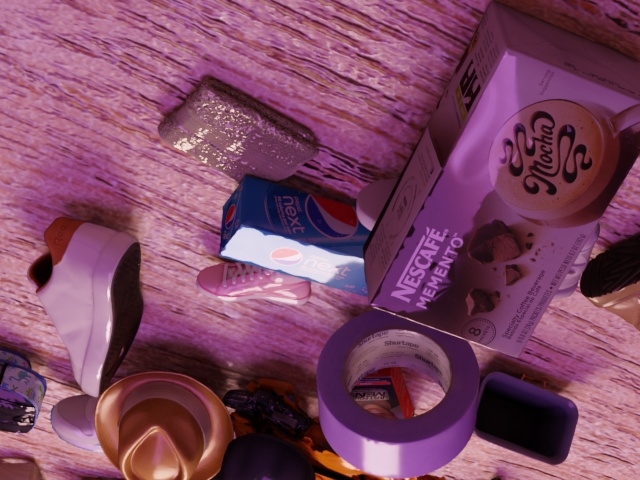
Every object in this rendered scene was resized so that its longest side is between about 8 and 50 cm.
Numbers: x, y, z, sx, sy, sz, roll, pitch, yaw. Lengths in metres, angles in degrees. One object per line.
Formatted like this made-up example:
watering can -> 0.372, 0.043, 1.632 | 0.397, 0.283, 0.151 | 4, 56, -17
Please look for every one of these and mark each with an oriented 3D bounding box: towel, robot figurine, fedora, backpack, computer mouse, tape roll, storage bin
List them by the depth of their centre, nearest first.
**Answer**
towel -> -0.086, -0.106, 1.604 | 0.148, 0.027, 0.110 | 30, 136, -23
tape roll -> 0.090, 0.176, 1.785 | 0.189, 0.189, 0.080 | 4, 140, 6
storage bin -> 0.235, 0.214, 1.892 | 0.135, 0.098, 0.091 | 22, 167, -16
fedora -> -0.201, 0.255, 1.919 | 0.194, 0.079, 0.194 | 3, 122, 4
robot figurine -> 0.011, 0.263, 1.935 | 0.291, 0.085, 0.211 | 18, 147, 27
computer mouse -> -0.069, 0.344, 1.943 | 0.188, 0.072, 0.272 | 16, 142, 11
backpack -> -0.414, 0.192, 1.986 | 0.114, 0.084, 0.105 | 19, 139, -6

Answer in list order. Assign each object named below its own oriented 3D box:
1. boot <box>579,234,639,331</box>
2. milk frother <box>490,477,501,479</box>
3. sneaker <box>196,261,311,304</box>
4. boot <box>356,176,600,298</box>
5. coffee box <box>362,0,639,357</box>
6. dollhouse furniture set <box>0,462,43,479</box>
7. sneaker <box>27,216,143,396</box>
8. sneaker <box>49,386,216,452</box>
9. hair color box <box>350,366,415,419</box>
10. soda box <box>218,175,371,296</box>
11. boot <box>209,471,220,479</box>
boot -> 0.451, 0.075, 1.680 | 0.269, 0.089, 0.236 | 35, 145, -29
milk frother -> 0.194, 0.392, 2.119 | 0.134, 0.129, 0.143 | -3, 97, 14
sneaker -> -0.075, 0.034, 1.756 | 0.134, 0.051, 0.070 | 6, 139, -1
boot -> 0.161, 0.010, 1.640 | 0.258, 0.095, 0.123 | 8, 134, 0
coffee box -> 0.176, -0.054, 1.468 | 0.168, 0.119, 0.297 | 20, 118, -13
dollhouse furniture set -> -0.453, 0.415, 2.174 | 0.374, 0.201, 0.152 | 1, 141, 10
sneaker -> -0.282, 0.071, 1.820 | 0.123, 0.106, 0.290 | 24, 139, 10
sneaker -> -0.239, 0.222, 2.000 | 0.228, 0.087, 0.092 | 2, 131, 0
hair color box -> 0.071, 0.196, 1.929 | 0.072, 0.043, 0.141 | -3, 140, 15
soda box -> 0.000, 0.000, 1.664 | 0.210, 0.067, 0.071 | 15, 144, -19
boot -> -0.068, 0.422, 2.172 | 0.338, 0.118, 0.223 | 19, 136, 6
